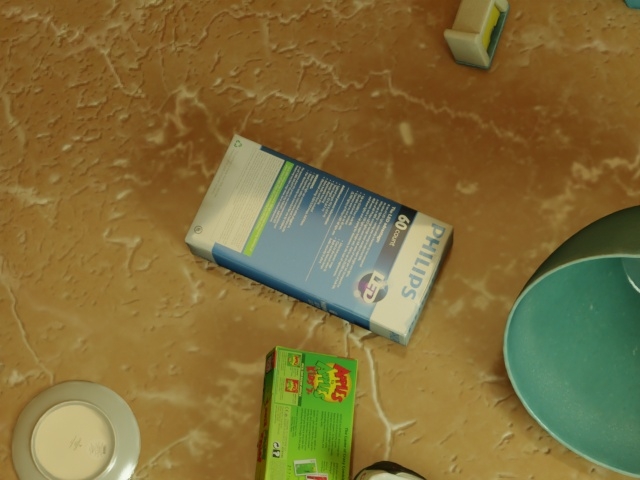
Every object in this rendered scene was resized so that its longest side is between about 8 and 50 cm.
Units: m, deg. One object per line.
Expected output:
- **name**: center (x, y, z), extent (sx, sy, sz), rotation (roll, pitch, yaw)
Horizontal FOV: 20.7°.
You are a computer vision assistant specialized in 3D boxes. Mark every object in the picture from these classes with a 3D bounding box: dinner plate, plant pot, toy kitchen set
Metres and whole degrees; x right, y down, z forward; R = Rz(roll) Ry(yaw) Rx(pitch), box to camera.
- **dinner plate**: center (-0.264, 0.219, 1.888), extent (0.141, 0.017, 0.141), rotation (0, 78, 1)
- **plant pot**: center (0.352, 0.074, 1.785), extent (0.290, 0.290, 0.195), rotation (23, 42, 8)
- **toy kitchen set**: center (0.267, -0.255, 1.941), extent (0.207, 0.122, 0.166), rotation (13, 77, 26)

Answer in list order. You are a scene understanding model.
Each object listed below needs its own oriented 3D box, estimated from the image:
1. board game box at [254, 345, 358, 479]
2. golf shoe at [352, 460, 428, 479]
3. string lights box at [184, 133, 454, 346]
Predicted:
- **board game box**: center (-0.016, 0.208, 1.839), extent (0.092, 0.043, 0.181), rotation (10, 69, -15)
- **golf shoe**: center (0.147, 0.320, 1.792), extent (0.273, 0.120, 0.105), rotation (29, 78, 8)
- **string lights box**: center (0.000, 0.000, 1.895), extent (0.260, 0.077, 0.133), rotation (24, 79, 8)
